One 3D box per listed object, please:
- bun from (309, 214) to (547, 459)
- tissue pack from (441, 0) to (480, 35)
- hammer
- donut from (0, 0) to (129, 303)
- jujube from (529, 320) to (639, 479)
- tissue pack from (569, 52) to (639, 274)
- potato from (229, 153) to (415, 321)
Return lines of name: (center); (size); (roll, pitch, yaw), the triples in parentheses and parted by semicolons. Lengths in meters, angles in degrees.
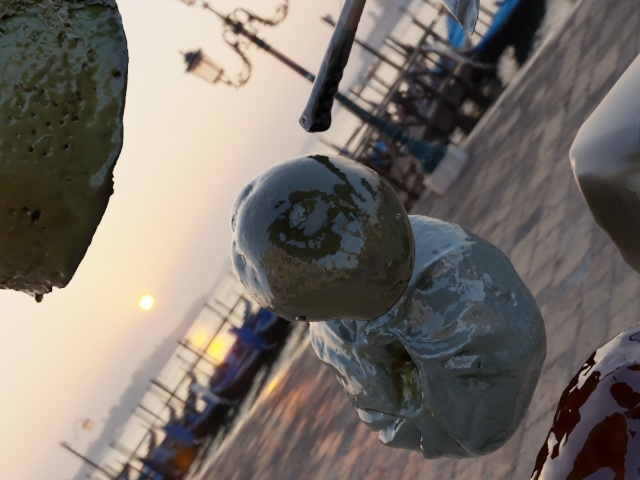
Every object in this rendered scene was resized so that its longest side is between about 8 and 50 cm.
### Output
bun: (0.127, 0.139, 1.261); (0.194, 0.354, 0.354); (-30, -19, -51)
tissue pack: (0.124, -0.311, 0.947); (0.193, 0.026, 0.122); (-118, 31, -42)
hammer: (0.026, -0.214, 0.934); (0.033, 0.111, 0.287); (-18, -32, -30)
donut: (-0.248, -0.084, 0.729); (0.272, 0.107, 0.272); (-15, 72, 56)
jujube: (0.289, 0.250, 0.730); (0.276, 0.276, 0.376); (136, 155, -73)
tissue pack: (0.503, -0.141, 1.090); (0.387, 0.267, 0.277); (-46, 13, -29)
potato: (0.000, 0.000, 0.993); (0.160, 0.235, 0.177); (-17, -59, -39)
